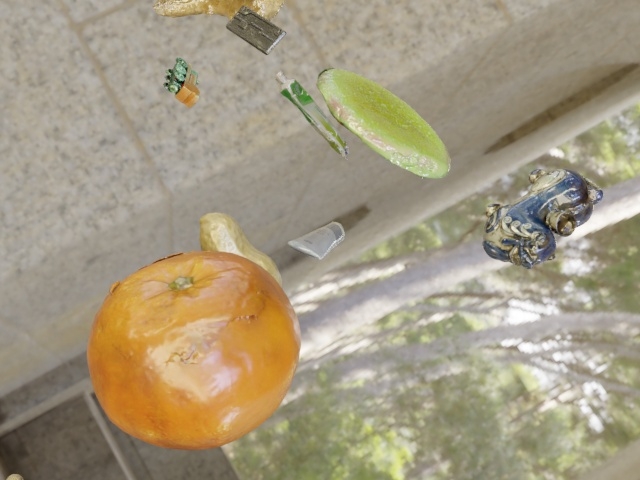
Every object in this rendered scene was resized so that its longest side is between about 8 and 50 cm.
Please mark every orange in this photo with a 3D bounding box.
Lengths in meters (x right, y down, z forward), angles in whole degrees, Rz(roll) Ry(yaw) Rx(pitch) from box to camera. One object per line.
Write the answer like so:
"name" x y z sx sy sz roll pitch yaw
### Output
"orange" -0.164 0.144 1.270 0.284 0.283 0.226 45 -30 51

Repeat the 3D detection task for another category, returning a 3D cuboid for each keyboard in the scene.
"keyboard" -0.110 -0.354 1.608 0.010 0.053 0.155 41 2 -43

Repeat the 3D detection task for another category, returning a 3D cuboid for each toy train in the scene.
"toy train" -0.248 -0.290 1.741 0.064 0.044 0.103 34 29 -23

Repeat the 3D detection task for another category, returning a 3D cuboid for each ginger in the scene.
"ginger" -0.160 -0.468 1.847 0.081 0.333 0.148 57 36 -56

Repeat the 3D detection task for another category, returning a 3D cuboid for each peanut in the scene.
"peanut" -0.155 0.046 1.860 0.236 0.110 0.120 59 -19 -11

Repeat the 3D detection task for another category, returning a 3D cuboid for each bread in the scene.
"bread" 0.121 -0.224 1.761 0.301 0.045 0.301 31 25 -16

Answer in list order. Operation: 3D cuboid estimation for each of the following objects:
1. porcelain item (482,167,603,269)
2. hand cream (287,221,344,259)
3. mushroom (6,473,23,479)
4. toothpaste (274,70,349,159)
"porcelain item" 0.488 -0.049 2.088 0.186 0.288 0.138 29 -34 59
"hand cream" 0.000 0.000 2.138 0.079 0.048 0.255 21 16 12
"mushroom" -0.397 0.518 1.628 0.351 0.097 0.109 38 14 -2
"toothpaste" -0.017 -0.285 2.174 0.248 0.047 0.078 47 20 -13
